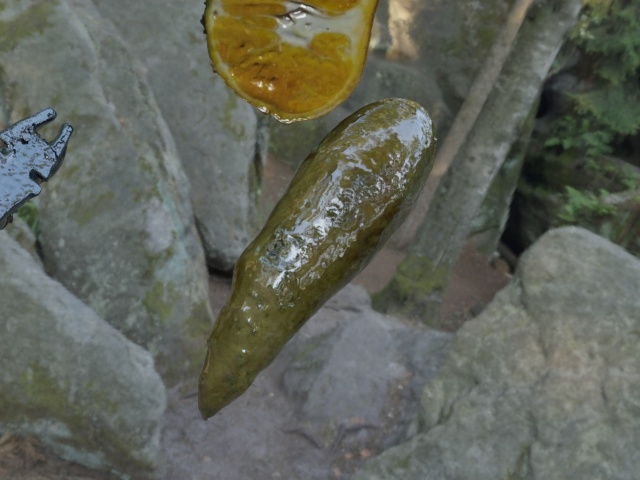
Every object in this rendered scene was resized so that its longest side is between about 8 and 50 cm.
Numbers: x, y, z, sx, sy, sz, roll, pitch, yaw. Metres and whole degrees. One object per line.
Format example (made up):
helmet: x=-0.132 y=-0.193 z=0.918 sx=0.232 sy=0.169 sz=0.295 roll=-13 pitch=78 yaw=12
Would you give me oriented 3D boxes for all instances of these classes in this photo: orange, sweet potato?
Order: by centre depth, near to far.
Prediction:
sweet potato: x=-0.001 y=0.000 z=0.747 sx=0.130 sy=0.423 sz=0.130 roll=31 pitch=-19 yaw=12
orange: x=-0.038 y=-0.354 z=1.057 sx=0.274 sy=0.274 sz=0.310 roll=27 pitch=-21 yaw=9

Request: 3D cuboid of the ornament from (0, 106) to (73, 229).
ornament: x=-0.384 y=-0.027 z=0.798 sx=0.080 sy=0.236 sz=0.202 roll=44 pitch=40 yaw=-19
